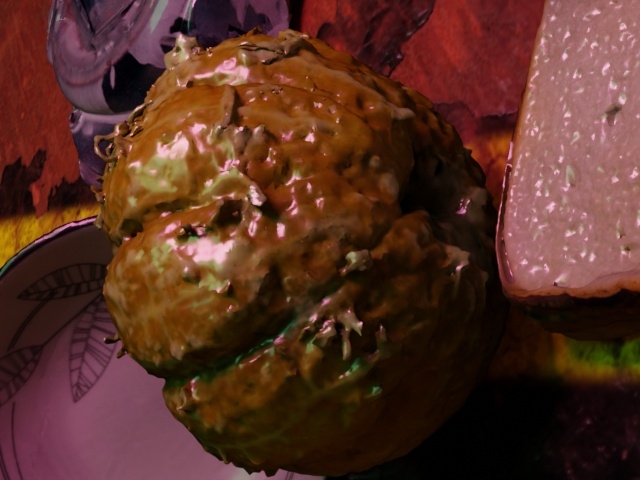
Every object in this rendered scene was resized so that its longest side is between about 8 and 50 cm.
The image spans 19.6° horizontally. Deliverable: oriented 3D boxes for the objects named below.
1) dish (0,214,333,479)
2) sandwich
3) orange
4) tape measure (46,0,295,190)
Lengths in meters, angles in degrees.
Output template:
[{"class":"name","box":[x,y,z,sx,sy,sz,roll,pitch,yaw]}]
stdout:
[{"class":"dish","box":[-0.129,0.134,1.423,0.316,0.316,0.106,-66,-8,7]},{"class":"sandwich","box":[0.208,-0.065,1.126,0.226,0.087,0.251,-12,61,55]},{"class":"orange","box":[0.000,0.000,1.216,0.223,0.300,0.301,-27,64,35]},{"class":"tape measure","box":[-0.136,-0.210,1.666,0.256,0.147,0.275,-40,44,38]}]
